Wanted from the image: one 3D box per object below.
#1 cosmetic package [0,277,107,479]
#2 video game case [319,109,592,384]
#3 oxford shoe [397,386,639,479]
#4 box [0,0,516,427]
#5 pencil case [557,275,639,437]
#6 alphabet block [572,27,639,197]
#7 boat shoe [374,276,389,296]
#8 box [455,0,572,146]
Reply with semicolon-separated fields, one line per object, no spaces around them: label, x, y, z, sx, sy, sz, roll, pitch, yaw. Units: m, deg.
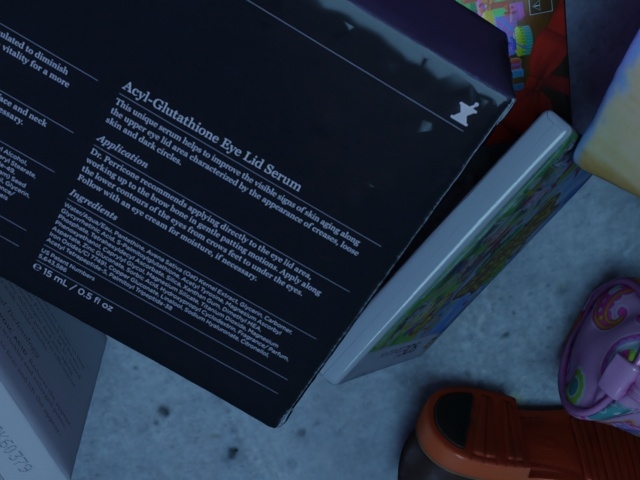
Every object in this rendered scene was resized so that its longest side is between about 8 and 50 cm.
cosmetic package;-0.254;0.081;0.653;0.151;0.183;0.151;-23;114;5
video game case;0.104;0.009;0.663;0.023;0.193;0.212;45;105;16
oxford shoe;0.195;0.197;0.803;0.271;0.097;0.098;18;130;-7
box;-0.078;-0.069;0.412;0.261;0.103;0.184;31;119;-7
pencil case;0.329;0.130;0.760;0.284;0.124;0.124;25;108;-13
alphabet block;0.301;-0.092;0.590;0.197;0.192;0.193;31;112;21
boat shoe;0.000;0.000;0.638;0.109;0.098;0.302;-5;140;-5
box;0.052;-0.198;0.633;0.201;0.057;0.293;-10;113;1
